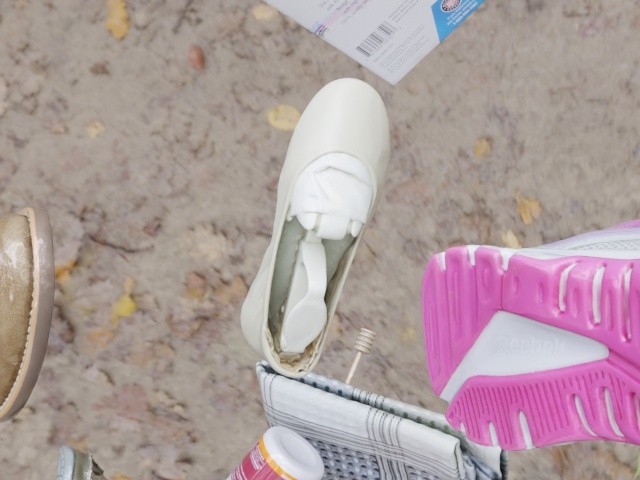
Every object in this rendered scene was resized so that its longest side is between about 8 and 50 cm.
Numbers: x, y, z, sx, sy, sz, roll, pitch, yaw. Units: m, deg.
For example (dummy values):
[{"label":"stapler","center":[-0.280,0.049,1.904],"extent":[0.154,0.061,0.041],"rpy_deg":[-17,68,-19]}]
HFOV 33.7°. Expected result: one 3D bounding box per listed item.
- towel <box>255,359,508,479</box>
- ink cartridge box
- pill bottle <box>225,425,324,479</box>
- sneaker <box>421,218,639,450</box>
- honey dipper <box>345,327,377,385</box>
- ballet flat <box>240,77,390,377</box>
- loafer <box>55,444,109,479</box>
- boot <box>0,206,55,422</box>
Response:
[{"label":"towel","center":[0.080,0.299,1.303],"extent":[0.324,0.312,0.056],"rpy_deg":[14,46,24]},{"label":"ink cartridge box","center":[0.049,-0.339,1.254],"extent":[0.171,0.232,0.168],"rpy_deg":[-40,41,27]},{"label":"pill bottle","center":[-0.071,0.299,1.240],"extent":[0.086,0.086,0.152],"rpy_deg":[44,106,21]},{"label":"sneaker","center":[0.154,0.034,0.376],"extent":[0.252,0.111,0.103],"rpy_deg":[12,110,52]},{"label":"honey dipper","center":[0.049,0.223,1.747],"extent":[0.030,0.030,0.161],"rpy_deg":[21,82,19]},{"label":"ballet flat","center":[0.000,0.000,0.821],"extent":[0.086,0.086,0.248],"rpy_deg":[26,117,20]},{"label":"loafer","center":[-0.285,0.327,1.341],"extent":[0.087,0.251,0.094],"rpy_deg":[2,61,-3]},{"label":"boot","center":[-0.266,0.071,0.707],"extent":[0.305,0.115,0.112],"rpy_deg":[-40,49,43]}]
